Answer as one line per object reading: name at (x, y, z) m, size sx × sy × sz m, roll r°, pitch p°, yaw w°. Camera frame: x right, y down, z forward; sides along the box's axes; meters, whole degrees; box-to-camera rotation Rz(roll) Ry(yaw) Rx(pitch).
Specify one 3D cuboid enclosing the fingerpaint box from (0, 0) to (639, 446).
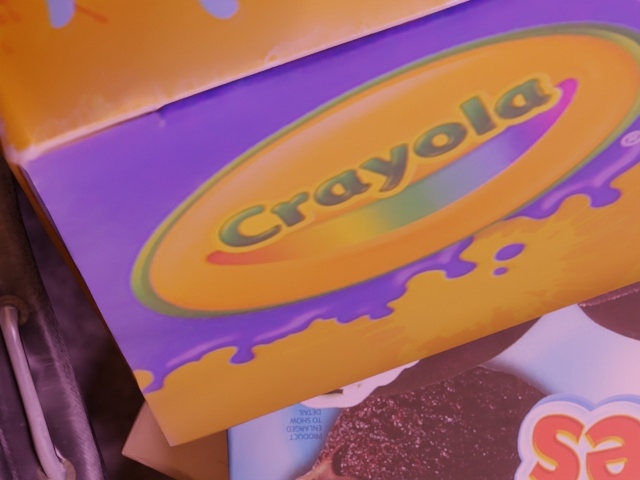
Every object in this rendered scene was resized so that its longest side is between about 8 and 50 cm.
fingerpaint box at (0.101, -0.199, 0.526) m, size 0.444 × 0.163 × 0.371 m, roll -20°, pitch 61°, yaw -2°

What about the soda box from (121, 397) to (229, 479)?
soda box at (0.000, 0.000, 0.640) m, size 0.061 × 0.058 × 0.181 m, roll 25°, pitch 89°, yaw 0°

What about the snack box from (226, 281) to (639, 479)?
snack box at (0.132, 0.027, 0.573) m, size 0.321 × 0.060 × 0.187 m, roll -3°, pitch 88°, yaw 3°

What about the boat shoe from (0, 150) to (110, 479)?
boat shoe at (-0.133, -0.052, 0.624) m, size 0.119 × 0.121 × 0.335 m, roll -9°, pitch 99°, yaw -9°
